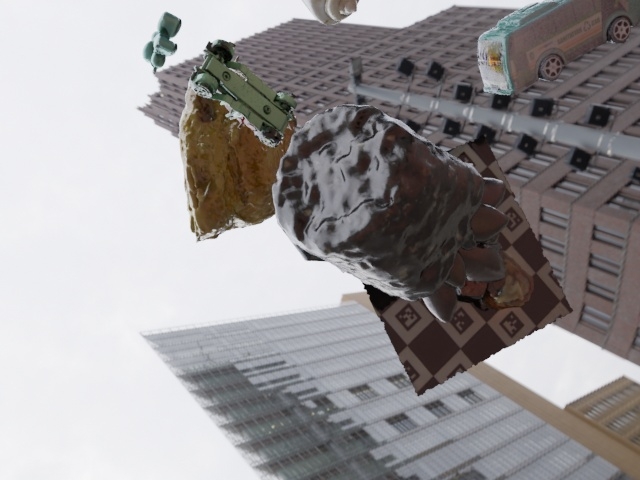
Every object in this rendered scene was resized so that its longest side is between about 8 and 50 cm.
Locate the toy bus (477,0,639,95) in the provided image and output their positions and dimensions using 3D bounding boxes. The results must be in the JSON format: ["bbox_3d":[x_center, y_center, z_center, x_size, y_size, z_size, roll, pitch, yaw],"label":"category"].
[{"bbox_3d":[0.352,-0.303,0.772,0.262,0.091,0.109,-30,-65,-7],"label":"toy bus"}]

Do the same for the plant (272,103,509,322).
[{"bbox_3d":[0.101,-0.031,0.621,0.321,0.182,0.194,25,-86,-54],"label":"plant"}]

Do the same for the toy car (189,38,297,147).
[{"bbox_3d":[-0.096,-0.179,0.667,0.143,0.054,0.073,33,-111,-34],"label":"toy car"}]

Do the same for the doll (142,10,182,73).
[{"bbox_3d":[-0.418,-0.514,1.398,0.059,0.159,0.159,17,-38,-33],"label":"doll"}]

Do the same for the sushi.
[{"bbox_3d":[0.219,0.023,0.838,0.320,0.069,0.339,-23,-95,-14],"label":"sushi"}]

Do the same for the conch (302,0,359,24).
[{"bbox_3d":[-0.004,-0.623,1.354,0.158,0.255,0.127,-14,-51,-42],"label":"conch"}]

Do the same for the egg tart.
[{"bbox_3d":[-0.136,-0.171,0.994,0.351,0.153,0.339,-13,-76,-73],"label":"egg tart"}]

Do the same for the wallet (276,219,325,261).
[{"bbox_3d":[0.000,0.000,1.547,0.045,0.172,0.318,-49,-26,15],"label":"wallet"}]
